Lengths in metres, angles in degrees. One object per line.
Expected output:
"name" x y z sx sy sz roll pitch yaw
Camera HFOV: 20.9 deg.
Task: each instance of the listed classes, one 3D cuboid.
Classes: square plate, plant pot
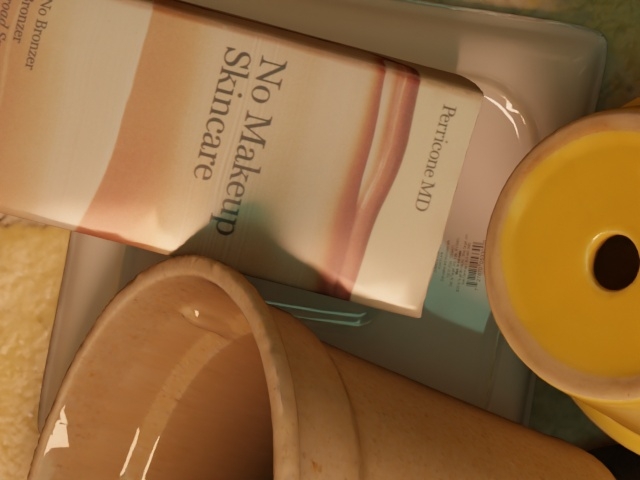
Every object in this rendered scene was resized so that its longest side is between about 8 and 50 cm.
"square plate" 0.000 0.000 1.180 0.344 0.049 0.347 10 100 -4
"plant pot" 0.017 0.203 1.055 0.305 0.334 0.334 15 100 -30
"plant pot" 0.221 0.017 1.049 0.254 0.239 0.254 -3 84 33

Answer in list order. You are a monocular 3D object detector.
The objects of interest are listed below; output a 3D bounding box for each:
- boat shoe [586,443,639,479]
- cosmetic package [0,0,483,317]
"boat shoe" 0.292 0.184 1.204 0.324 0.123 0.116 -17 113 6
"cosmetic package" -0.065 -0.066 1.073 0.296 0.129 0.153 13 99 -6
